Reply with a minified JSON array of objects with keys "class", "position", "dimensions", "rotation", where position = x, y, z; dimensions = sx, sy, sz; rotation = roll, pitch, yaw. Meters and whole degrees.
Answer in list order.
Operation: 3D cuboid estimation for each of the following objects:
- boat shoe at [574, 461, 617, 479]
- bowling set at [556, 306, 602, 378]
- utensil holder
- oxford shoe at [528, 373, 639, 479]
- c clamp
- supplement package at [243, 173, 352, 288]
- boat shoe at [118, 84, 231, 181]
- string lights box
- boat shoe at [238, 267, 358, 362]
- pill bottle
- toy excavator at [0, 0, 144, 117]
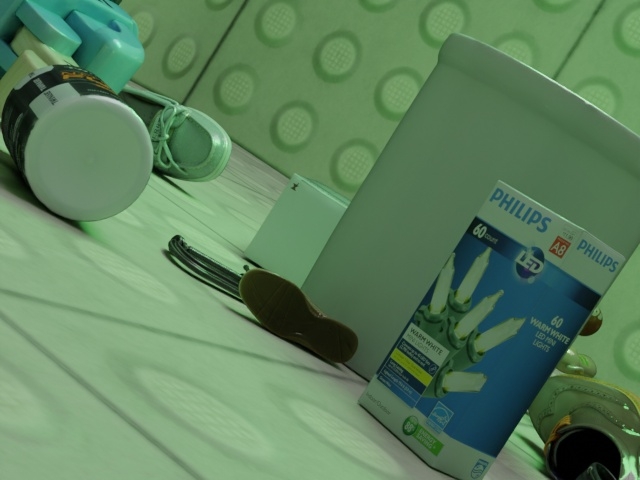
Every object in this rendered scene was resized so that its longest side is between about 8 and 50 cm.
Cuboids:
[{"class":"boat shoe","position":[0.318,0.289,1.480],"dimensions":[0.080,0.076,0.228],"rotation":[30,5,-23]},{"class":"bowling set","position":[0.321,0.162,2.209],"dimensions":[0.287,0.199,0.154],"rotation":[30,4,30]},{"class":"utensil holder","position":[0.191,0.003,1.754],"dimensions":[0.328,0.385,0.327],"rotation":[31,4,-3]},{"class":"oxford shoe","position":[0.327,0.239,1.805],"dimensions":[0.133,0.130,0.364],"rotation":[24,7,-23]},{"class":"c clamp","position":[-0.115,0.036,1.677],"dimensions":[0.161,0.022,0.137],"rotation":[31,9,-38]},{"class":"supplement package","position":[0.000,0.000,2.101],"dimensions":[0.139,0.134,0.244],"rotation":[33,4,8]},{"class":"boat shoe","position":[-0.283,-0.184,2.374],"dimensions":[0.320,0.118,0.103],"rotation":[30,9,28]},{"class":"string lights box","position":[0.161,0.087,1.426],"dimensions":[0.077,0.259,0.133],"rotation":[28,5,-40]},{"class":"boat shoe","position":[-0.028,0.079,1.581],"dimensions":[0.153,0.056,0.048],"rotation":[32,-5,-23]},{"class":"pill bottle","position":[-0.262,-0.111,1.549],"dimensions":[0.130,0.130,0.246],"rotation":[30,4,-25]},{"class":"toy excavator","position":[-0.360,-0.247,2.060],"dimensions":[0.445,0.222,0.433],"rotation":[44,11,28]}]
